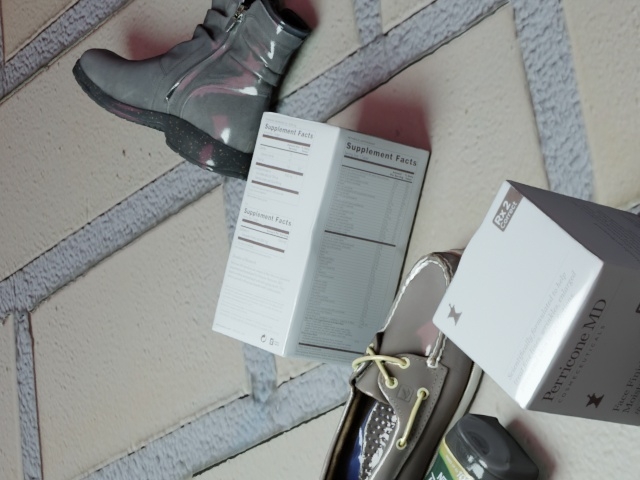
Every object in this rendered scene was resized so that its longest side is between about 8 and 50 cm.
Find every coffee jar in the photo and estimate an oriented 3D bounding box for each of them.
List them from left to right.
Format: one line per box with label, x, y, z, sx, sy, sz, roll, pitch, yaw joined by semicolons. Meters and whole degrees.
coffee jar;0.133;0.261;1.752;0.184;0.079;0.096;-60;43;21

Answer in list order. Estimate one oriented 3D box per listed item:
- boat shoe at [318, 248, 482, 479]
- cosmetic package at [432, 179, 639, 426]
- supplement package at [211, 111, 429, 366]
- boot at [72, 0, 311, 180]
boat shoe;0.077;0.161;1.829;0.116;0.096;0.324;27;103;50
cosmetic package;0.232;0.058;1.598;0.151;0.183;0.151;44;115;46
supplement package;0.000;0.000;1.927;0.134;0.139;0.244;16;92;50
boot;-0.151;-0.229;2.203;0.338;0.118;0.223;31;102;38
